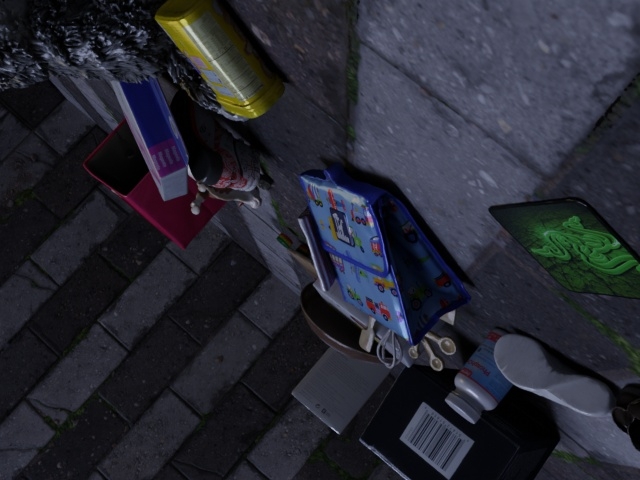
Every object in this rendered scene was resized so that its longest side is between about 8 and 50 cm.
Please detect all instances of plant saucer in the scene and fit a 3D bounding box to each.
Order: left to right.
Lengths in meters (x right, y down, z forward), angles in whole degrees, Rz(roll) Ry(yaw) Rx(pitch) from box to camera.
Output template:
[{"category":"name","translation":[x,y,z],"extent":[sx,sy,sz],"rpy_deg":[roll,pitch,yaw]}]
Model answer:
[{"category":"plant saucer","translation":[0.092,0.195,1.606],"extent":[0.311,0.050,0.310],"rpy_deg":[19,-157,-8]}]

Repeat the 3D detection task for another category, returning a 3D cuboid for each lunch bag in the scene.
[{"category":"lunch bag","translation":[0.087,-0.006,1.126],"extent":[0.221,0.138,0.293],"rpy_deg":[29,152,57]}]

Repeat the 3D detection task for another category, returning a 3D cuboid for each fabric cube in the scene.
[{"category":"fabric cube","translation":[-0.420,-0.180,1.842],"extent":[0.254,0.259,0.258],"rpy_deg":[32,167,39]}]

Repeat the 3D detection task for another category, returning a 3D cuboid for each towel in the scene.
[{"category":"towel","translation":[0.000,0.000,1.279],"extent":[0.197,0.029,0.144],"rpy_deg":[-60,-47,-70]}]

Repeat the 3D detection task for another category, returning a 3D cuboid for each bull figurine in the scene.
[{"category":"bull figurine","translation":[-0.276,-0.172,1.629],"extent":[0.310,0.101,0.188],"rpy_deg":[49,-151,-5]}]

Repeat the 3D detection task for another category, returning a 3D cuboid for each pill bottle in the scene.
[{"category":"pill bottle","translation":[0.296,0.242,1.215],"extent":[0.087,0.160,0.087],"rpy_deg":[40,170,9]}]

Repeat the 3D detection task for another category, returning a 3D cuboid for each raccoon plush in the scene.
[{"category":"raccoon plush","translation":[-0.358,-0.271,1.069],"extent":[0.446,0.299,0.216],"rpy_deg":[39,170,12]}]

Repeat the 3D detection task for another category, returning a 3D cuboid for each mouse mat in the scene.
[{"category":"mouse mat","translation":[0.274,0.012,0.743],"extent":[0.152,0.007,0.190],"rpy_deg":[43,169,-10]}]

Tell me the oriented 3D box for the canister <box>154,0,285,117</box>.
[{"category":"canister","translation":[-0.140,-0.260,0.948],"extent":[0.126,0.073,0.170],"rpy_deg":[29,163,52]}]

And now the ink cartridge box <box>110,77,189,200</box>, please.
[{"category":"ink cartridge box","translation":[-0.354,-0.261,1.366],"extent":[0.324,0.072,0.330],"rpy_deg":[66,168,3]}]

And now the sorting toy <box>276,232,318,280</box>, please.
[{"category":"sorting toy","translation":[-0.012,0.074,2.011],"extent":[0.132,0.046,0.274],"rpy_deg":[29,164,52]}]

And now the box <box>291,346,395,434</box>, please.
[{"category":"box","translation":[0.094,0.342,1.892],"extent":[0.168,0.345,0.215],"rpy_deg":[40,170,7]}]

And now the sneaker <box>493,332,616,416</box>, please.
[{"category":"sneaker","translation":[0.379,0.227,1.110],"extent":[0.212,0.080,0.094],"rpy_deg":[32,-179,43]}]

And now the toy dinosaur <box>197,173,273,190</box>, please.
[{"category":"toy dinosaur","translation":[-0.207,-0.162,1.525],"extent":[0.118,0.064,0.268],"rpy_deg":[44,-157,24]}]

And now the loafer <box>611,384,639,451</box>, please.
[{"category":"loafer","translation":[0.437,0.245,0.922],"extent":[0.080,0.078,0.220],"rpy_deg":[38,170,17]}]

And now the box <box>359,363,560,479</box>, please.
[{"category":"box","translation":[0.330,0.455,1.569],"extent":[0.294,0.212,0.395],"rpy_deg":[34,-173,33]}]

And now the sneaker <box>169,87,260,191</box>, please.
[{"category":"sneaker","translation":[-0.218,-0.205,1.429],"extent":[0.145,0.090,0.270],"rpy_deg":[10,-141,-41]}]

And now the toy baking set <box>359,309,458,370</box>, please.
[{"category":"toy baking set","translation":[0.155,0.156,1.307],"extent":[0.256,0.030,0.196],"rpy_deg":[-4,101,43]}]

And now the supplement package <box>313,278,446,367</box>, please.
[{"category":"supplement package","translation":[0.129,0.136,1.476],"extent":[0.244,0.134,0.139],"rpy_deg":[36,169,30]}]
